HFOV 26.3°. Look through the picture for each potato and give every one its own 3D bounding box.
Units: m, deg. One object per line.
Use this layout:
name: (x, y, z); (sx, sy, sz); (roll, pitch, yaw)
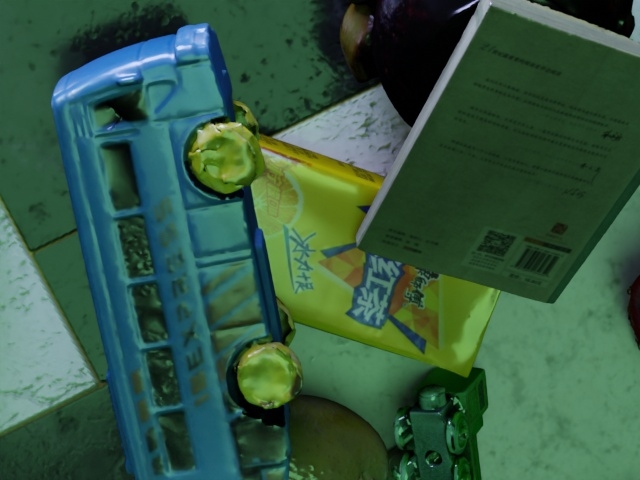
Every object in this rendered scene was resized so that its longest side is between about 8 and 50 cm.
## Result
potato: (-0.058, 0.232, 1.317); (0.251, 0.159, 0.174); (8, 67, 0)

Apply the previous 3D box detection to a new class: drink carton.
drink carton: (0.000, 0.000, 1.298); (0.351, 0.111, 0.154); (19, 99, -14)

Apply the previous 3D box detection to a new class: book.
book: (0.176, -0.066, 1.182); (0.215, 0.025, 0.283); (17, 129, -16)

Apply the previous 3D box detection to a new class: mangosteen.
mangosteen: (0.136, -0.209, 1.218); (0.287, 0.233, 0.287); (2, 139, 2)

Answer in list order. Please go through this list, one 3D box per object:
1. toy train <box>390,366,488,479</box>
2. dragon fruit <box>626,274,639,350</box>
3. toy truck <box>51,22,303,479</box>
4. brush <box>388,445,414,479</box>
toy train: (0.134, 0.253, 1.380); (0.085, 0.119, 0.251); (0, 109, 26)
dragon fruit: (0.473, 0.082, 1.326); (0.226, 0.305, 0.305); (-37, 106, -9)
toy truck: (-0.111, 0.019, 1.144); (0.162, 0.161, 0.385); (-9, 106, 0)
brush: (0.111, 0.370, 1.447); (0.085, 0.020, 0.336); (-13, 104, -8)
